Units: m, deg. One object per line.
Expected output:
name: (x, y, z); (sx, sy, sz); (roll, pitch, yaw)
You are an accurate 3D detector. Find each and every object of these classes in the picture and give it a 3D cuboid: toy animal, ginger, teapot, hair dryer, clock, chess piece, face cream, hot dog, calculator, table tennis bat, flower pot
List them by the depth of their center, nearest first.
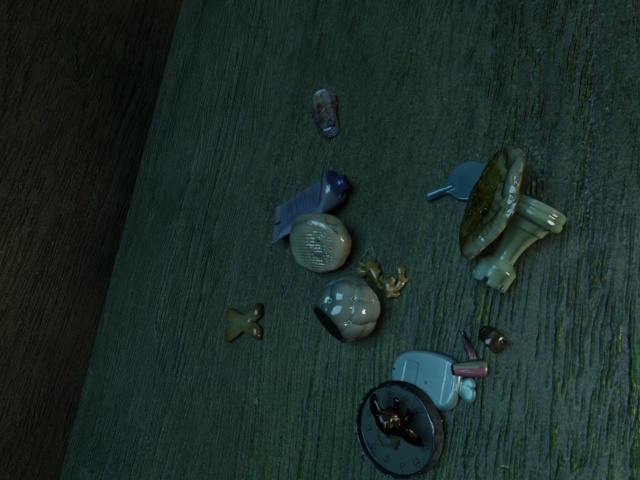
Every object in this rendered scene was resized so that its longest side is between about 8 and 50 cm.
toy animal: (0.213, 0.567, 1.395); (0.218, 0.179, 0.116); (39, 107, 35)
chess piece: (0.609, 0.010, 1.432); (0.194, 0.194, 0.299); (38, 107, 37)
teapot: (0.547, 0.305, 1.437); (0.068, 0.076, 0.121); (-45, 25, 2)
hair dryer: (0.475, 0.368, 1.472); (0.106, 0.054, 0.154); (1, 50, 4)
clock: (0.255, 0.629, 1.510); (0.312, 0.061, 0.312); (-7, 78, 38)
calculator: (0.373, 0.466, 1.519); (0.295, 0.042, 0.184); (6, 79, 36)
table tennis bat: (0.500, -0.203, 1.655); (0.244, 0.040, 0.153); (-21, 63, 23)
flower pot: (0.099, 0.247, 1.661); (0.195, 0.246, 0.246); (-37, 51, -19)
ginger: (0.232, 0.141, 1.717); (0.193, 0.052, 0.176); (-25, 57, 25)
face cream: (-0.053, -0.161, 1.965); (0.420, 0.137, 0.235); (-28, 40, 29)
hot dog: (0.023, -0.586, 2.093); (0.131, 0.069, 0.252); (-18, 68, 19)

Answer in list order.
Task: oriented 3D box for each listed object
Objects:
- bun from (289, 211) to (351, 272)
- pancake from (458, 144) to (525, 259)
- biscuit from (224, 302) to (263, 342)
bun: (0.004, 0.004, 1.838); (0.273, 0.168, 0.273); (11, 118, 22)
pancake: (0.523, -0.117, 1.413); (0.082, 0.387, 0.387); (19, 85, 2)
biscuit: (-0.350, 0.374, 2.046); (0.208, 0.047, 0.164); (-13, 69, 31)
